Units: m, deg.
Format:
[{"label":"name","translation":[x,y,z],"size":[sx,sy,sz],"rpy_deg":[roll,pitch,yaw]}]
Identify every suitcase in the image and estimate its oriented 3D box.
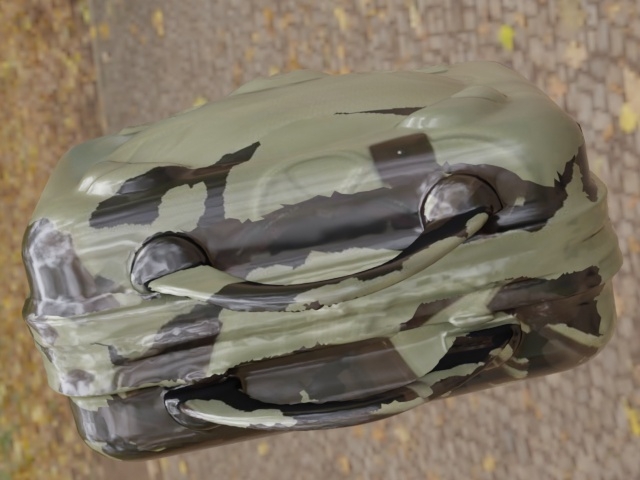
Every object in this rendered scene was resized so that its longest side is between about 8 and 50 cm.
[{"label":"suitcase","translation":[0.000,0.000,0.855],"size":[0.339,0.351,0.194],"rpy_deg":[-103,1,-74]}]
